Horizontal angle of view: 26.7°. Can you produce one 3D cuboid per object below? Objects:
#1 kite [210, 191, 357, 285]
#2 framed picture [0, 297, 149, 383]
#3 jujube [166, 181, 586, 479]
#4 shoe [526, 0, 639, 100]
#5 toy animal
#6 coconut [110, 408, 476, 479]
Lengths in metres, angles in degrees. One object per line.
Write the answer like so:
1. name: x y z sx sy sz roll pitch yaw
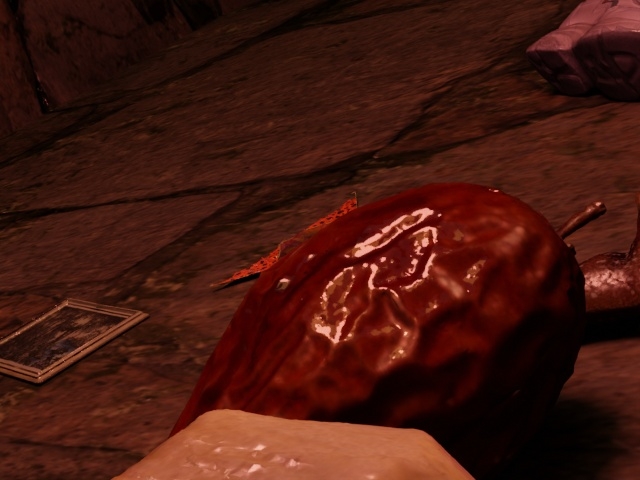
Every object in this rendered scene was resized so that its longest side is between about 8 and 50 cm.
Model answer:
1. kite: 0.000 0.001 1.415 0.222 0.008 0.125 -33 22 -33
2. framed picture: -0.283 0.103 1.440 0.142 0.011 0.183 -33 21 -30
3. jujube: 0.036 0.089 0.851 0.290 0.197 0.197 -39 20 -5
4. shoe: 0.341 -0.235 1.514 0.137 0.095 0.245 -48 18 -10
5. toy animal: 0.226 0.039 0.974 0.243 0.087 0.260 -26 15 33
6. coconut: -0.007 0.202 0.529 0.259 0.259 0.259 -20 18 7
